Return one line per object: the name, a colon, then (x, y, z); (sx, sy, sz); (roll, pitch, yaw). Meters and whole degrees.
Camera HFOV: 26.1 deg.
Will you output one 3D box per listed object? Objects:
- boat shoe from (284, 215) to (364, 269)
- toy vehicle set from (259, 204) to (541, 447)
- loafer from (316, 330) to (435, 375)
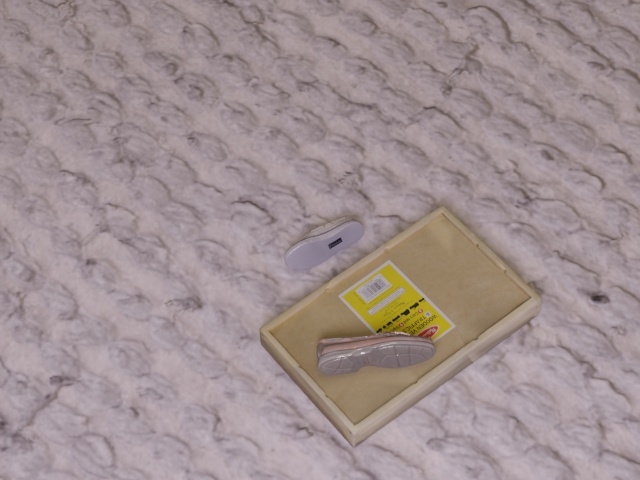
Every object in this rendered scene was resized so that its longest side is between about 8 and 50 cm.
boat shoe: (0.000, 0.000, 1.586); (0.100, 0.035, 0.035); (-29, 32, -12)
toy vehicle set: (0.088, 0.089, 1.517); (0.267, 0.035, 0.166); (-33, 61, -19)
loafer: (0.057, 0.111, 1.456); (0.125, 0.045, 0.039); (-8, 49, 0)
